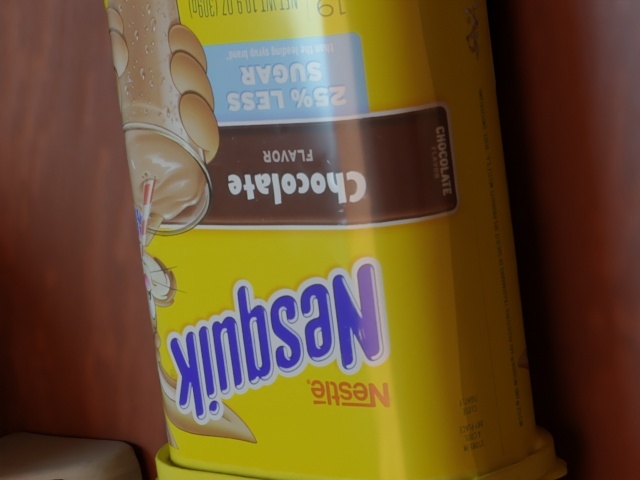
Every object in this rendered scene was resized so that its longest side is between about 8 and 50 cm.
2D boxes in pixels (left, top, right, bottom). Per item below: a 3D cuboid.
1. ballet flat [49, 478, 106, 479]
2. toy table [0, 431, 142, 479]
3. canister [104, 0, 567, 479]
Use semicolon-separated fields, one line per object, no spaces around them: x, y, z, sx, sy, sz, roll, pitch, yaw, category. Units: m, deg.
-0.019;0.240;0.594;0.123;0.123;0.348;-31;92;42;ballet flat
-0.207;0.098;0.725;0.252;0.161;0.274;14;113;37;toy table
0.000;0.000;0.574;0.126;0.073;0.170;0;102;42;canister
